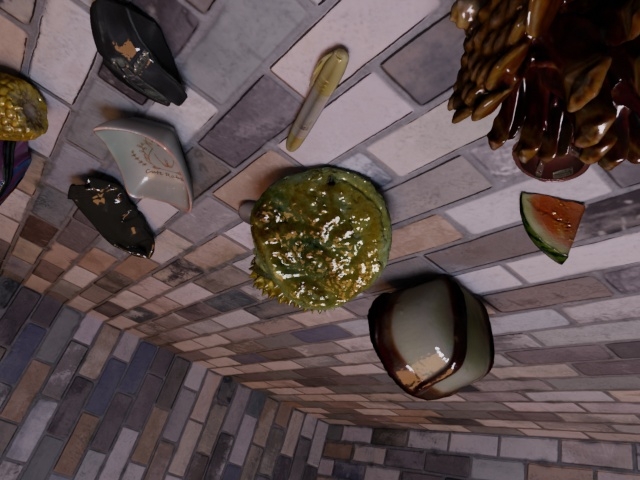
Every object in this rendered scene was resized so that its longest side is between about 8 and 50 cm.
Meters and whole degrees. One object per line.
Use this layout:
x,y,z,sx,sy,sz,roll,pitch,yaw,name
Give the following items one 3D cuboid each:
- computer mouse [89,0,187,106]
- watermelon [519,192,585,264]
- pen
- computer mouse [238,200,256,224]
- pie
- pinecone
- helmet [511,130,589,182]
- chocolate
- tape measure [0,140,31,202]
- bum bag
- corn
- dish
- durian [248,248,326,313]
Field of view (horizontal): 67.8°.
-0.279,-0.273,0.723,0.106,0.062,0.192,4,146,23,computer mouse
0.391,-0.028,0.781,0.135,0.125,0.094,10,132,-49,watermelon
-0.015,-0.205,0.724,0.040,0.032,0.233,45,148,0,pen
-0.134,-0.051,1.036,0.096,0.039,0.066,17,151,1,computer mouse
0.000,0.000,0.883,0.277,0.078,0.276,6,110,18,pie
0.247,-0.181,0.420,0.264,0.264,0.264,14,150,8,pinecone
0.311,-0.132,0.640,0.111,0.057,0.089,33,151,-33,helmet
0.268,0.201,1.062,0.284,0.283,0.186,31,127,-21,chocolate
-0.744,-0.148,1.025,0.149,0.231,0.245,36,129,-24,tape measure
-0.520,-0.058,1.208,0.142,0.079,0.326,4,145,10,bum bag
-0.697,-0.274,0.881,0.388,0.143,0.144,10,150,3,corn
-0.324,-0.156,0.929,0.151,0.077,0.212,16,151,8,dish
-0.047,0.072,1.065,0.306,0.166,0.172,5,166,31,durian
